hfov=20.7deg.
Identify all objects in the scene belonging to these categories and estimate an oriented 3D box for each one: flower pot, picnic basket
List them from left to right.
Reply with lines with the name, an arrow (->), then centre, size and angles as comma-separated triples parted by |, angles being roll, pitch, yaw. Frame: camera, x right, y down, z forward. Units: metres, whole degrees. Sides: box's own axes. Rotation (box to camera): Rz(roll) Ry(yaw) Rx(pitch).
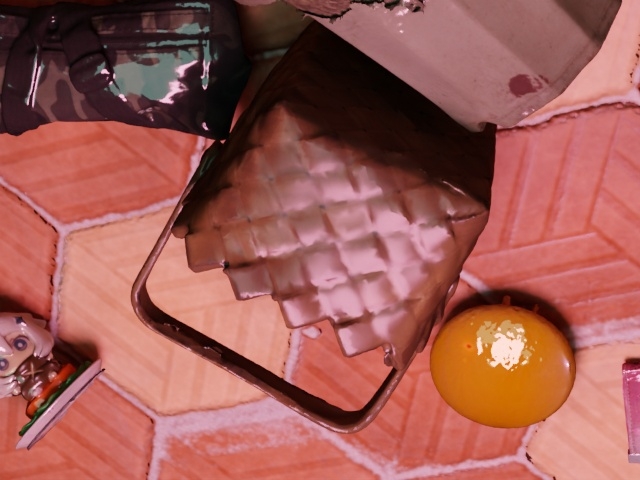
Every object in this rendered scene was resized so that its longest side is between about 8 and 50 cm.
picnic basket -> 0.000, 0.000, 1.537 | 0.254, 0.291, 0.321 | 29, 116, -4
flower pot -> 0.095, -0.233, 1.392 | 0.290, 0.290, 0.259 | -34, 119, 30

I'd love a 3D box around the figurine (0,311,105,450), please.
figurine -> -0.320, 0.125, 1.821 | 0.154, 0.132, 0.132 | 43, 123, 0

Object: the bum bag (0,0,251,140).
bum bag -> -0.228, -0.160, 1.618 | 0.340, 0.095, 0.144 | 1, 107, 13

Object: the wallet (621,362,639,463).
wallet -> 0.411, 0.167, 1.695 | 0.232, 0.025, 0.119 | -1, 122, 16

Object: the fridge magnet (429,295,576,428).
fridge magnet -> 0.178, 0.121, 1.705 | 0.143, 0.063, 0.143 | 6, 122, 9
